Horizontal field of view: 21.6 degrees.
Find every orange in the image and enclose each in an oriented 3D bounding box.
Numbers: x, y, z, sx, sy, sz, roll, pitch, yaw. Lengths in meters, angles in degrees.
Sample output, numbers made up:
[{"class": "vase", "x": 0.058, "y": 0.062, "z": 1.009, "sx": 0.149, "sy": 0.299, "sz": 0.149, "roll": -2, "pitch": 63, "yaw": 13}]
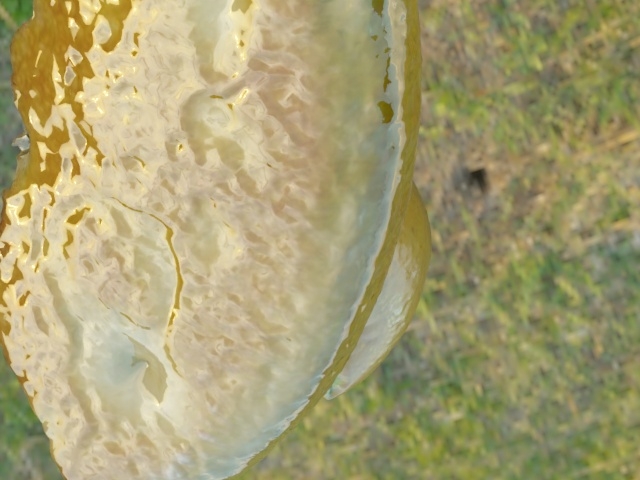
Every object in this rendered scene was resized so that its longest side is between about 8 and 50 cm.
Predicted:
[{"class": "orange", "x": 0.000, "y": 0.000, "z": 0.869, "sx": 0.112, "sy": 0.170, "sz": 0.160, "roll": -23, "pitch": 107, "yaw": -4}]

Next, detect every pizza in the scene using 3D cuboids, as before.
[{"class": "pizza", "x": -0.039, "y": -0.015, "z": 0.531, "sx": 0.134, "sy": 0.056, "sz": 0.271, "roll": 19, "pitch": 119, "yaw": 21}]
